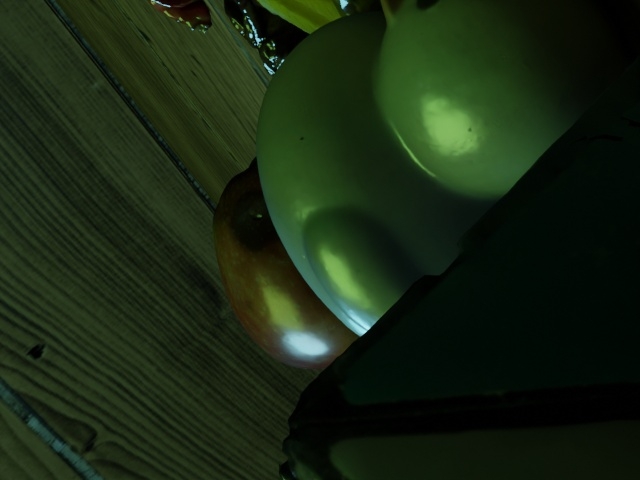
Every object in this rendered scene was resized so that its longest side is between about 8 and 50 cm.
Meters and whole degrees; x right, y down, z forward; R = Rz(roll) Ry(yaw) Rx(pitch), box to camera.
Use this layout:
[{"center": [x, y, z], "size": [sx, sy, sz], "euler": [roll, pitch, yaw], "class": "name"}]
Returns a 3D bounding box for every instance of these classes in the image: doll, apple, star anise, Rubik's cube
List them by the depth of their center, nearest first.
[{"center": [0.200, 0.138, 0.809], "size": [0.307, 0.310, 0.305], "euler": [41, 171, 28], "class": "Rubik's cube"}, {"center": [0.089, -0.052, 0.931], "size": [0.251, 0.221, 0.221], "euler": [59, 170, -12], "class": "doll"}, {"center": [-0.025, -0.165, 1.305], "size": [0.234, 0.073, 0.177], "euler": [39, -173, -25], "class": "star anise"}, {"center": [0.000, 0.000, 1.572], "size": [0.230, 0.230, 0.230], "euler": [46, 172, 8], "class": "apple"}]

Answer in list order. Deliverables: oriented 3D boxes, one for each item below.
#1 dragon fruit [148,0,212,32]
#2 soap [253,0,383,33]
[{"center": [-0.164, -0.257, 1.064], "size": [0.161, 0.126, 0.274], "euler": [20, 125, 59], "class": "dragon fruit"}, {"center": [-0.017, -0.210, 1.101], "size": [0.257, 0.080, 0.160], "euler": [39, 167, 49], "class": "soap"}]
